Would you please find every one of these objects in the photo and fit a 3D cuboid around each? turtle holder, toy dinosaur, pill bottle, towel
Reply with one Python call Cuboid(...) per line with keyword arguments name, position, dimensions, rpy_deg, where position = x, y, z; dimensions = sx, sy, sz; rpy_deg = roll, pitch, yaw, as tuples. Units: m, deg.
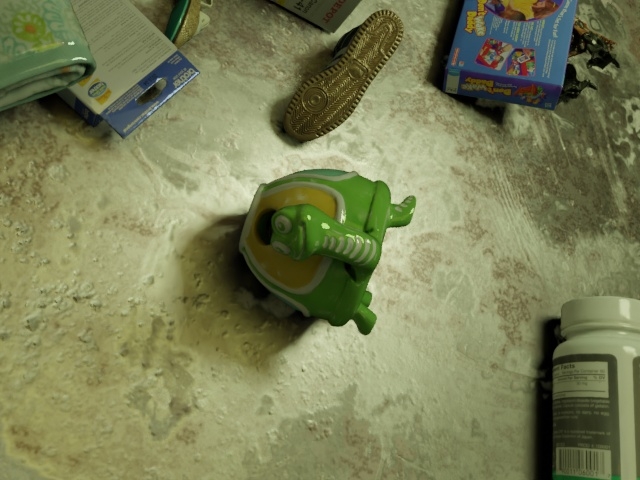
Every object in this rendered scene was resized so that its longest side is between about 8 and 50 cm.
Cuboid(name="turtle holder", position=(-0.005, 0.013, 0.939), dimensions=(0.228, 0.243, 0.320), rpy_deg=(19, 27, 0))
Cuboid(name="toy dinosaur", position=(0.583, -0.465, 1.471), dimensions=(0.322, 0.164, 0.218), rpy_deg=(-18, 65, -8))
Cuboid(name="pill bottle", position=(0.546, 0.301, 1.186), dimensions=(0.204, 0.204, 0.361), rpy_deg=(17, 69, -22))
Cuboid(name="towel", position=(-0.534, -0.306, 0.824), dimensions=(0.375, 0.090, 0.320), rpy_deg=(-24, 88, -17))

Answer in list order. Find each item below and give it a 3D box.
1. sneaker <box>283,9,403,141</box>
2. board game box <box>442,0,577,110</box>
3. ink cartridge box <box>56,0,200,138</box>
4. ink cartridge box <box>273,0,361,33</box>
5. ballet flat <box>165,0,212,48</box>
Cuboid(name="sneaker", position=(0.033, -0.297, 1.169), dimensions=(0.099, 0.153, 0.282), rpy_deg=(41, 91, -14))
Cuboid(name="board game box", position=(0.416, -0.456, 1.349), dimensions=(0.233, 0.078, 0.347), rpy_deg=(14, 65, 12))
Cuboid(name="ink cartridge box", position=(-0.363, -0.312, 0.974), dimensions=(0.311, 0.065, 0.185), rpy_deg=(43, 62, -7))
Cuboid(name="ink cartridge box", position=(-0.045, -0.537, 1.112), dimensions=(0.306, 0.226, 0.131), rpy_deg=(23, 66, -19))
Cuboid(name="ballet flat", position=(-0.217, -0.405, 1.077), dimensions=(0.067, 0.073, 0.206), rpy_deg=(19, 70, -37))
